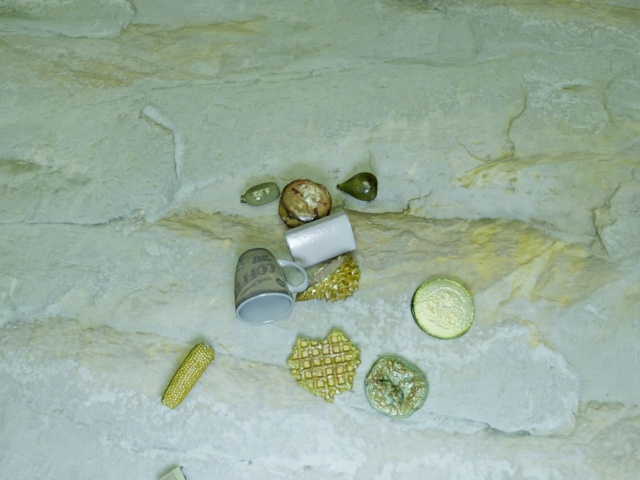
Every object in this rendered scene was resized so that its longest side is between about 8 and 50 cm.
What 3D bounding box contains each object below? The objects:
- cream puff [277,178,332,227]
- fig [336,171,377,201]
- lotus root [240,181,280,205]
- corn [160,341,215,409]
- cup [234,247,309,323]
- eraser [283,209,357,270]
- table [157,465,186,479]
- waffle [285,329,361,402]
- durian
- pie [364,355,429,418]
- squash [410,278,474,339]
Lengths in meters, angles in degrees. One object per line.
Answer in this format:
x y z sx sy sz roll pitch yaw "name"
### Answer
-0.069 -0.144 2.054 0.240 0.164 0.240 8 58 -13 "cream puff"
0.164 -0.242 2.125 0.185 0.126 0.132 6 77 -2 "fig"
-0.269 -0.202 2.122 0.183 0.077 0.090 -16 65 -10 "lotus root"
-0.490 0.498 1.774 0.091 0.091 0.260 10 59 44 "corn"
-0.198 0.150 1.867 0.301 0.227 0.257 -18 58 5 "cup"
0.000 0.000 1.967 0.270 0.174 0.095 -20 29 -3 "eraser"
-0.494 0.824 1.628 0.083 0.062 0.079 -32 68 -15 "table"
0.018 0.460 1.820 0.291 0.051 0.291 0 64 1 "waffle"
0.041 0.156 1.896 0.305 0.195 0.185 -29 75 -16 "durian"
0.279 0.542 1.783 0.241 0.054 0.240 -1 64 1 "pie"
0.486 0.276 1.923 0.252 0.049 0.252 0 66 1 "squash"
